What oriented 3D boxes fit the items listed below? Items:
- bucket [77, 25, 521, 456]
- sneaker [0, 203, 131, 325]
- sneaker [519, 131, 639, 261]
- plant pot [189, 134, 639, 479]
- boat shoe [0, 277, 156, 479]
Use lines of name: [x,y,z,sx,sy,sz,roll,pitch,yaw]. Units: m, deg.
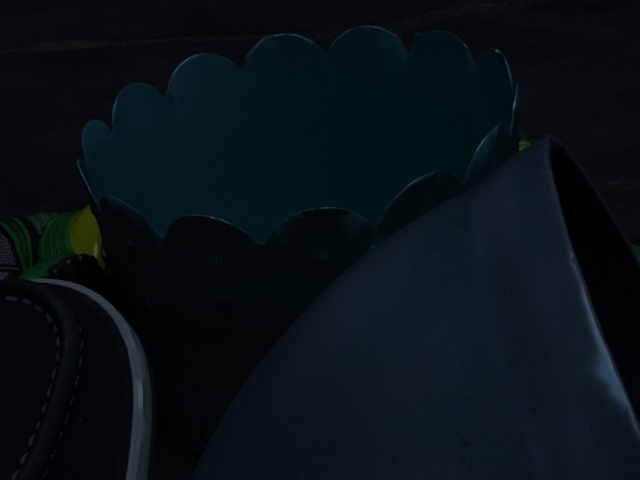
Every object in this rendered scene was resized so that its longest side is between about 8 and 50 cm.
bucket: [0.000,0.000,0.859,0.281,0.183,0.281,-8,28,4]
sneaker: [-0.194,0.068,0.860,0.146,0.134,0.343,-9,13,2]
sneaker: [0.134,-0.010,0.987,0.109,0.123,0.295,-19,28,-35]
plant pot: [0.055,0.136,0.492,0.196,0.293,0.293,-25,18,15]
boat shoe: [-0.213,0.152,0.466,0.187,0.156,0.500,6,36,28]
